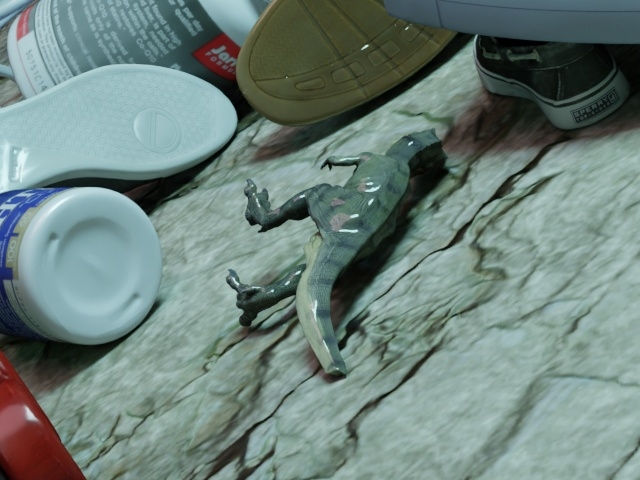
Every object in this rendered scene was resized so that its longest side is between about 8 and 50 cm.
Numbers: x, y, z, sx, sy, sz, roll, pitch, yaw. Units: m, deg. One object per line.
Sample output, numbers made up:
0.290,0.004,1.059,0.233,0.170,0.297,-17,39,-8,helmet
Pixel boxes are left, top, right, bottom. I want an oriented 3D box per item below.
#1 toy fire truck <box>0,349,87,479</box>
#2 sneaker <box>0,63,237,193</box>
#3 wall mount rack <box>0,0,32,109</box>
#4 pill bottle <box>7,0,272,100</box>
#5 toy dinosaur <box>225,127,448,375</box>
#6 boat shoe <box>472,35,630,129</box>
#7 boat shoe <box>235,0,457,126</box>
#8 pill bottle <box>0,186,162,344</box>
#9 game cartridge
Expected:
-0.272,0.090,1.071,0.169,0.254,0.302,-35,21,-10,toy fire truck
-0.217,-0.057,1.548,0.295,0.105,0.147,-19,-18,-28,sneaker
-0.344,-0.190,1.948,0.350,0.130,0.304,-20,19,35,wall mount rack
-0.123,-0.201,1.621,0.283,0.161,0.161,-30,19,24,pill bottle
0.000,0.000,1.186,0.118,0.064,0.268,-11,31,29,toy dinosaur
0.151,-0.141,1.279,0.077,0.070,0.219,-32,20,-3,boat shoe
0.074,-0.205,1.512,0.342,0.123,0.123,-43,-8,-11,boat shoe
-0.208,0.017,1.354,0.112,0.112,0.186,-42,23,-28,pill bottle
0.195,-0.184,1.209,0.294,0.060,0.196,8,33,37,game cartridge
